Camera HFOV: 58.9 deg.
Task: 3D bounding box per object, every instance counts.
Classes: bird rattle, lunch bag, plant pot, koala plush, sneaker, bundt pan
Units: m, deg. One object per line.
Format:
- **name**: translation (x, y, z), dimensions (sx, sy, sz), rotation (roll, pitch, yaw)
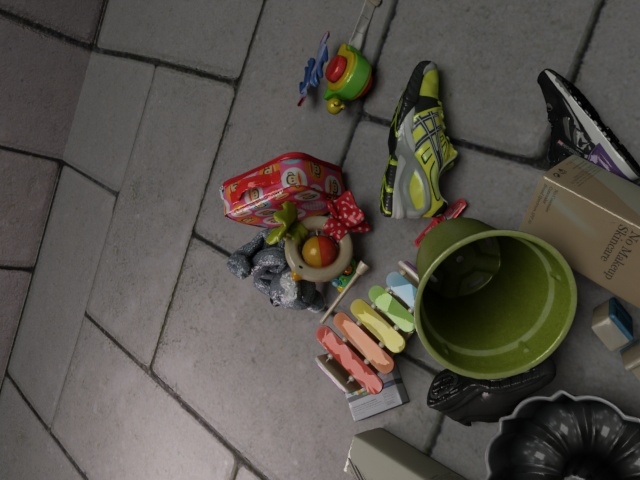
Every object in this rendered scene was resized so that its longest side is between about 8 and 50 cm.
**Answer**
- **bird rattle**: translation (0.000, 0.000, 1.366), dimensions (0.143, 0.253, 0.207), rotation (127, 138, -67)
- **lunch bag**: translation (-0.108, -0.121, 1.449), dimensions (0.293, 0.258, 0.120), rotation (-18, 73, 36)
- **plant pot**: translation (0.291, 0.075, 1.072), dimensions (0.276, 0.276, 0.254), rotation (-61, 10, 15)
- **koala plush**: translation (-0.086, 0.090, 1.453), dimensions (0.203, 0.196, 0.221), rotation (-43, 53, 3)
- **sneaker**: translation (0.233, -0.223, 1.289), dimensions (0.147, 0.145, 0.385), rotation (11, 78, -1)
- **sneaker**: translation (0.344, 0.289, 1.105), dimensions (0.286, 0.130, 0.109), rotation (-36, 19, 47)
- **sneaker**: translation (0.475, -0.201, 1.091), dimensions (0.124, 0.107, 0.283), rotation (-42, 60, 34)
- **bundt pan**: translation (0.465, 0.425, 0.993), dimensions (0.330, 0.124, 0.331), rotation (-6, 81, 39)

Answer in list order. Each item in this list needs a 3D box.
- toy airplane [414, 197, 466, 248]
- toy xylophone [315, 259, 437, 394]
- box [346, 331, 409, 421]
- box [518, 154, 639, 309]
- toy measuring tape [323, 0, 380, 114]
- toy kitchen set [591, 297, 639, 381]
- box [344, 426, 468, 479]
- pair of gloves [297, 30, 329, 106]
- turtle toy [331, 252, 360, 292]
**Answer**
- **toy airplane**: translation (0.259, -0.052, 1.289), dimensions (0.151, 0.028, 0.151), rotation (-9, 74, 33)
- **toy xylophone**: translation (0.112, 0.184, 1.298), dimensions (0.236, 0.081, 0.323), rotation (34, 92, 28)
- **box**: translation (0.115, 0.317, 1.349), dimensions (0.145, 0.038, 0.186), rotation (-31, 64, 31)
- **box**: translation (0.517, -0.003, 0.965), dimensions (0.311, 0.121, 0.148), rotation (37, 139, 32)
- **toy measuring tape**: translation (0.098, -0.472, 1.429), dimensions (0.121, 0.121, 0.330), rotation (24, 91, 39)
- **toy kitchen set**: translation (0.596, 0.169, 0.952), dimensions (0.166, 0.122, 0.207), rotation (-42, 80, 27)
- **box**: translation (0.193, 0.512, 1.212), dimensions (0.275, 0.113, 0.094), rotation (20, 98, 40)
- **pair of gloves**: translation (-0.018, -0.451, 1.517), dimensions (0.198, 0.023, 0.159), rotation (137, 147, -58)
- **turtle toy**: translation (0.043, 0.064, 1.424), dimensions (0.095, 0.066, 0.130), rotation (-51, 56, 22)
